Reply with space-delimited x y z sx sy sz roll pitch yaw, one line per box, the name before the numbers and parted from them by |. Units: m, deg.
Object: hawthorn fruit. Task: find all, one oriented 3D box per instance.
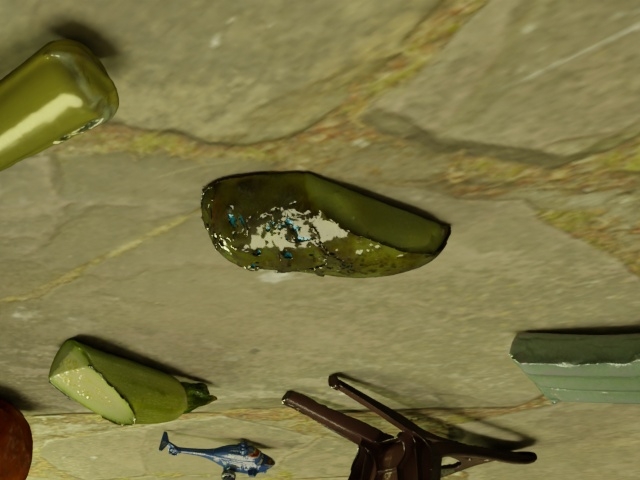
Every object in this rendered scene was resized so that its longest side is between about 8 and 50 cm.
hawthorn fruit | -0.480 0.289 1.412 0.173 0.174 0.179 23 151 -27

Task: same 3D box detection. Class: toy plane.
toy plane | -0.147 0.307 1.479 0.167 0.054 0.062 8 129 -1

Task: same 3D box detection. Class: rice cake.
rice cake | 0.308 0.120 0.966 0.237 0.043 0.127 -6 149 26

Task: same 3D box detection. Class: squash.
squash | -0.215 0.182 1.209 0.200 0.075 0.090 21 125 -27

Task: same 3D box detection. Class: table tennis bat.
table tennis bat | -0.296 -0.028 0.686 0.368 0.054 0.224 -29 135 14

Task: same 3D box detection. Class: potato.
potato | 0.000 0.000 0.808 0.197 0.054 0.119 12 151 -7

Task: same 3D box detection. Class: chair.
chair | 0.100 0.301 1.238 0.326 0.183 0.175 24 150 -27
